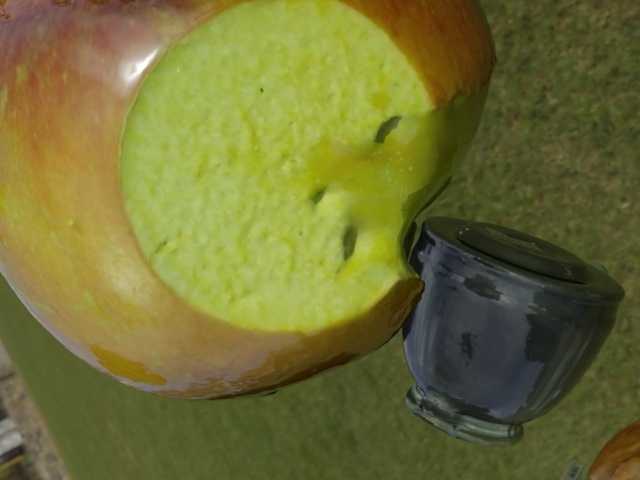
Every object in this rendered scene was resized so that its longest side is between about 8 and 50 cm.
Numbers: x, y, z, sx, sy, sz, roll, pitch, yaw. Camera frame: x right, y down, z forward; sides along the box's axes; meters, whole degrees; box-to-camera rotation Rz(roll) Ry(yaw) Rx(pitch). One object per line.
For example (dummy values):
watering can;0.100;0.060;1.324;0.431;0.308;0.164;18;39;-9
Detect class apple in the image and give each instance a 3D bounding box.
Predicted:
apple;-0.060;-0.061;0.791;0.374;0.384;0.374;-8;-90;-74

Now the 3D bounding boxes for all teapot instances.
teapot;0.205;0.104;1.297;0.239;0.239;0.321;21;-166;9

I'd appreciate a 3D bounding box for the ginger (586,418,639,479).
ginger;0.370;0.175;0.981;0.152;0.357;0.274;45;172;20

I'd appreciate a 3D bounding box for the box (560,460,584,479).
box;0.330;0.372;1.507;0.024;0.167;0.090;12;103;21

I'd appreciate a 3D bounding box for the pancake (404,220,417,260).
pancake;0.002;0.004;1.501;0.067;0.427;0.305;0;120;35
